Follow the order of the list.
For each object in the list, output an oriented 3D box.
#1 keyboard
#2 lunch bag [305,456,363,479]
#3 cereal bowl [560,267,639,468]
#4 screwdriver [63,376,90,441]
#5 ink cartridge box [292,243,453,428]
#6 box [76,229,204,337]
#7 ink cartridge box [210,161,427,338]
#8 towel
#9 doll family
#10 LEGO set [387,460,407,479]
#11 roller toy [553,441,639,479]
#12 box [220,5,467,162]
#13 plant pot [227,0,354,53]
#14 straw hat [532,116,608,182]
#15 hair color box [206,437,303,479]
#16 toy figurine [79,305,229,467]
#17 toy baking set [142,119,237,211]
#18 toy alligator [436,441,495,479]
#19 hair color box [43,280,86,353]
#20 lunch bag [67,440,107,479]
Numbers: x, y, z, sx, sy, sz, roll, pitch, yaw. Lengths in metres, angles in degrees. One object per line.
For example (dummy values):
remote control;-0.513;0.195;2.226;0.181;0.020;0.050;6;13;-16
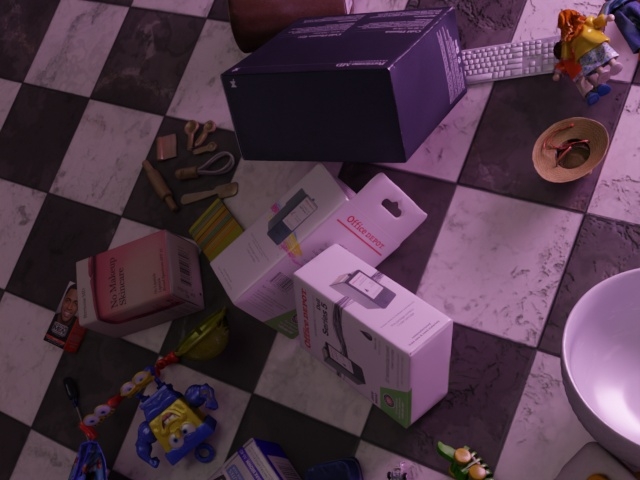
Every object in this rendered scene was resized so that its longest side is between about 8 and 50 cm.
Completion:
keyboard;0.341;-0.338;1.848;0.256;0.014;0.072;-4;70;28
lunch bag;0.024;0.421;1.711;0.098;0.065;0.067;-16;80;22
cereal bowl;0.523;0.207;1.437;0.339;0.141;0.339;-5;49;6
screwdriver;-0.512;0.363;2.053;0.025;0.024;0.170;-17;63;-10
ink cartridge box;0.086;0.160;1.680;0.115;0.198;0.273;-35;51;-29
box;-0.373;0.092;2.013;0.232;0.127;0.149;-19;65;21
ink cartridge box;0.000;0.000;1.792;0.353;0.207;0.119;-41;50;9
towel;-0.182;0.024;2.000;0.102;0.021;0.237;-47;58;13
doll family;0.511;-0.375;1.701;0.263;0.118;0.163;-32;62;11
LEGO set;0.131;0.500;1.648;0.244;0.060;0.182;-44;69;9
roller toy;0.427;0.393;1.419;0.146;0.209;0.191;-49;16;4
box;0.050;-0.288;1.801;0.343;0.179;0.312;4;31;30
plant pot;-0.052;-0.503;2.033;0.230;0.215;0.215;0;71;13
straw hat;0.443;-0.143;1.691;0.144;0.061;0.144;-22;46;25
hair color box;-0.170;0.538;1.749;0.339;0.110;0.185;-45;58;9
toy figurine;-0.257;0.321;1.892;0.362;0.191;0.217;-39;88;2
toy baking set;-0.285;-0.160;2.116;0.197;0.030;0.256;-38;58;11
toy alligator;0.265;0.395;1.598;0.051;0.056;0.190;-23;52;-28
hair color box;-0.541;0.167;2.128;0.072;0.043;0.141;17;80;33
lunch bag;-0.446;0.530;1.844;0.138;0.221;0.293;7;58;-15
